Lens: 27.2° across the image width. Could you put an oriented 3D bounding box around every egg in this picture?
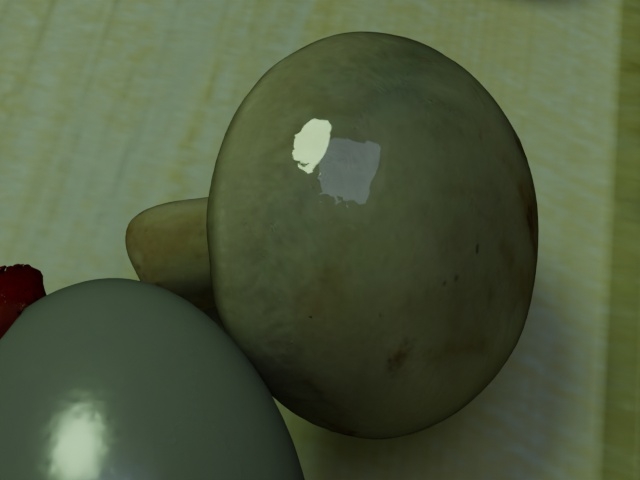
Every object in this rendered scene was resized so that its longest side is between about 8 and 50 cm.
[{"bbox_3d":[-0.091,0.128,0.576,0.176,0.176,0.231,-2,72,-9],"label":"egg"}]

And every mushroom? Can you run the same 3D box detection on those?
[{"bbox_3d":[0.000,0.000,0.691,0.215,0.207,0.207,-7,50,30],"label":"mushroom"}]

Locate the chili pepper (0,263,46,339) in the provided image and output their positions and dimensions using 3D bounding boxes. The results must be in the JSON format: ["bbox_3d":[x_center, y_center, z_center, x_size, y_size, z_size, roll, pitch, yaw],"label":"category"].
[{"bbox_3d":[-0.228,0.152,0.596,0.110,0.110,0.387,19,53,4],"label":"chili pepper"}]
